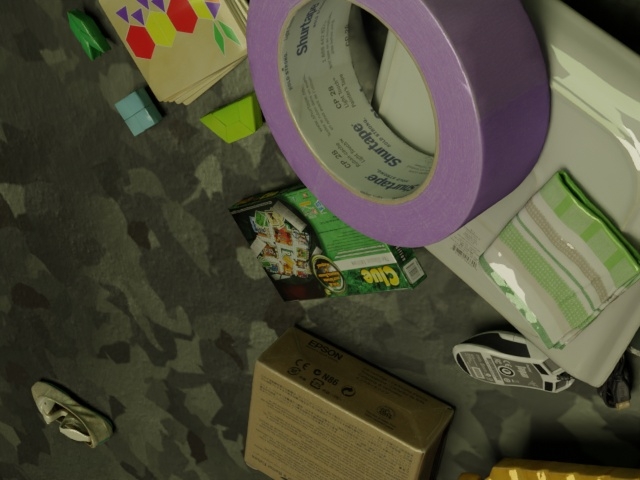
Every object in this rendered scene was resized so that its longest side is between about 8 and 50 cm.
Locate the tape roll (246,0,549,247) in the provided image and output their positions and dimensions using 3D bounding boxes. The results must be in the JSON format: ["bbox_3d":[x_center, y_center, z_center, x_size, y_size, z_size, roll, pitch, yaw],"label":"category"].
[{"bbox_3d":[0.058,-0.135,0.929,0.275,0.090,0.275,35,141,34],"label":"tape roll"}]

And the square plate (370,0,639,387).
[{"bbox_3d":[0.165,-0.063,0.976,0.347,0.049,0.344,43,145,23],"label":"square plate"}]

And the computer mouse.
[{"bbox_3d":[0.229,0.123,1.130,0.193,0.042,0.106,7,145,34],"label":"computer mouse"}]

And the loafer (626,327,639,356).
[{"bbox_3d":[0.279,-0.003,0.979,0.096,0.084,0.268,8,121,32],"label":"loafer"}]

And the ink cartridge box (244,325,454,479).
[{"bbox_3d":[0.029,0.241,1.333,0.234,0.088,0.193,26,133,20],"label":"ink cartridge box"}]

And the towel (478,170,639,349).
[{"bbox_3d":[0.201,0.022,0.931,0.113,0.023,0.152,49,147,12],"label":"towel"}]

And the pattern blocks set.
[{"bbox_3d":[-0.149,-0.239,1.183,0.324,0.026,0.285,-9,113,40],"label":"pattern blocks set"}]

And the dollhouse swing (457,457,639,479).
[{"bbox_3d":[0.213,0.425,1.046,0.346,0.305,0.315,-6,104,48],"label":"dollhouse swing"}]

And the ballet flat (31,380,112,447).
[{"bbox_3d":[-0.400,0.271,1.700,0.168,0.052,0.057,23,130,24],"label":"ballet flat"}]

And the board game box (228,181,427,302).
[{"bbox_3d":[0.000,0.000,1.187,0.259,0.030,0.136,-10,111,57],"label":"board game box"}]
